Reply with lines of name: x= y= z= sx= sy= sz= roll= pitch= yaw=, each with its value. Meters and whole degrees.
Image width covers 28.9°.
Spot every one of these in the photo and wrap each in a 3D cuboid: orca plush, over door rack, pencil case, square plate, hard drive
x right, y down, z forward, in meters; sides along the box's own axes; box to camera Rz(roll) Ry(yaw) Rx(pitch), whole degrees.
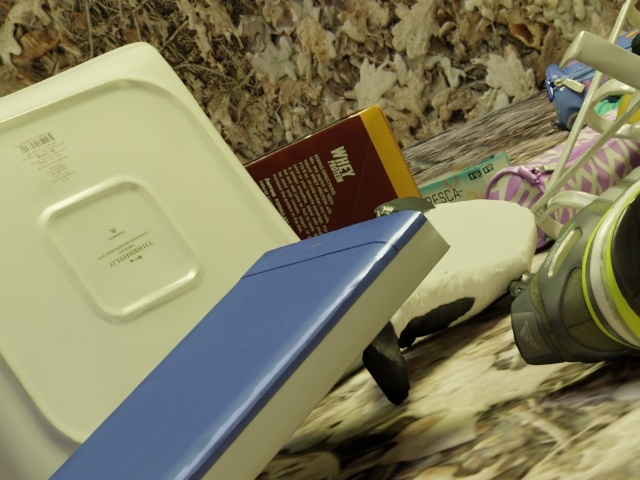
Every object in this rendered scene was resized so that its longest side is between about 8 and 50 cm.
orca plush: x=0.090 y=0.057 z=0.974 sx=0.151 sy=0.102 sz=0.287 roll=21 pitch=29 yaw=8
over door rack: x=0.251 y=-0.141 z=0.916 sx=0.324 sy=0.108 sz=0.239 roll=75 pitch=-143 yaw=-70
pencil case: x=0.497 y=-0.276 z=1.960 sx=0.306 sy=0.119 sz=0.133 roll=-23 pitch=-18 yaw=28
square plate: x=-0.159 y=0.016 z=0.942 sx=0.347 sy=0.344 sz=0.049 roll=-30 pitch=-11 yaw=-40
hard drive: x=-0.079 y=0.112 z=0.751 sx=0.318 sy=0.040 sz=0.210 roll=-47 pitch=15 yaw=-27
pencil case: x=0.246 y=-0.065 z=1.204 sx=0.086 sy=0.088 sz=0.206 roll=30 pitch=41 yaw=33

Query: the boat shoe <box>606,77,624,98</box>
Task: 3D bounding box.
boat shoe: x=0.434 y=-0.203 z=1.498 sx=0.206 sy=0.064 sz=0.075 roll=-5 pitch=6 yaw=-15

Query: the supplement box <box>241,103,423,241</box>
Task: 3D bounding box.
supplement box: x=0.000 y=0.000 z=1.161 sx=0.194 sy=0.191 sz=0.129 roll=-26 pitch=5 yaw=-3

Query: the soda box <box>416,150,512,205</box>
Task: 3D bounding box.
soda box: x=0.174 y=-0.059 z=1.629 sx=0.058 sy=0.063 sz=0.183 roll=-30 pitch=7 yaw=-40

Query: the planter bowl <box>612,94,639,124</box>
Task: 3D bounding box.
planter bowl: x=0.370 y=-0.152 z=1.122 sx=0.217 sy=0.090 sz=0.217 roll=-4 pitch=10 yaw=1

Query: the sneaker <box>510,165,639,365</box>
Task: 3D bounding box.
sneaker: x=0.215 y=-0.011 z=0.774 sx=0.121 sy=0.111 sz=0.300 roll=-27 pitch=0 yaw=44

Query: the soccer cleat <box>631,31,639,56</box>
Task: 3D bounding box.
soccer cleat: x=0.407 y=-0.183 z=1.394 sx=0.072 sy=0.060 sz=0.179 roll=-34 pitch=48 yaw=-17

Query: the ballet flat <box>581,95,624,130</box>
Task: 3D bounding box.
ballet flat: x=0.351 y=-0.118 z=1.419 sx=0.087 sy=0.083 sz=0.247 roll=-54 pitch=7 yaw=-2
